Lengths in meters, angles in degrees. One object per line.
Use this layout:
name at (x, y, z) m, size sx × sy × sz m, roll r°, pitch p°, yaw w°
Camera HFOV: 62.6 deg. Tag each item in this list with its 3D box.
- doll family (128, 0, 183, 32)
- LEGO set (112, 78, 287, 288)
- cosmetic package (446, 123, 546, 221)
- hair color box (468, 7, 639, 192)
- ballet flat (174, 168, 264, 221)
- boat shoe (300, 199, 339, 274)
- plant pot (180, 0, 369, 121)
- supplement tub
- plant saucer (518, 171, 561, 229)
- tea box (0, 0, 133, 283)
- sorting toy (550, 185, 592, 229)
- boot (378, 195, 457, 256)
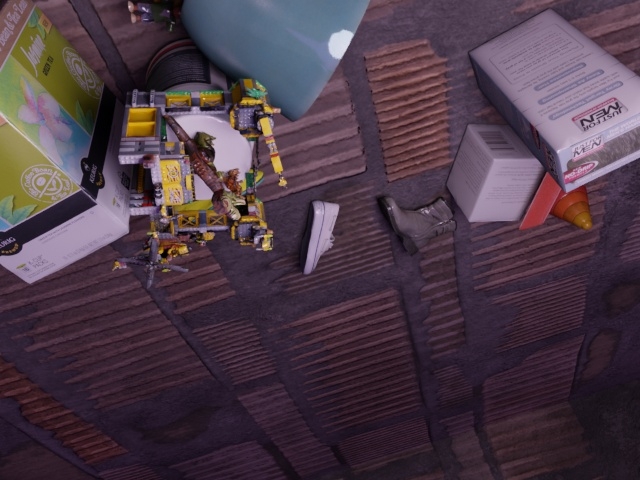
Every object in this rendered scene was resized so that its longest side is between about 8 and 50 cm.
doll family at (-0.263, -0.447, 0.861) m, size 0.111 × 0.076 × 0.193 m, roll -4°, pitch 131°, yaw -5°
LEGO set at (-0.172, -0.066, 0.779) m, size 0.254 × 0.192 × 0.332 m, roll 3°, pitch 133°, yaw -17°
cosmetic package at (0.420, -0.162, 1.267) m, size 0.151 × 0.151 × 0.184 m, roll -3°, pitch 135°, yaw -14°
hair color box at (0.451, -0.280, 1.002) m, size 0.185 × 0.375 × 0.114 m, roll -27°, pitch 134°, yaw 11°
ballet flat at (-0.241, -0.115, 1.192) m, size 0.230 × 0.077 × 0.077 m, roll -27°, pitch 118°, yaw 14°
boat shoe at (0.000, 0.000, 1.356) m, size 0.075 × 0.083 × 0.226 m, roll 1°, pitch 132°, yaw -15°
plant pot at (-0.079, -0.378, 0.841) m, size 0.235 × 0.293 × 0.293 m, roll 26°, pitch 123°, yaw -18°
supplement tub at (-0.220, -0.222, 0.947) m, size 0.190 × 0.272 × 0.191 m, roll -7°, pitch 134°, yaw -8°
plant saucer at (0.573, -0.173, 1.252) m, size 0.047 × 0.258 × 0.259 m, roll 28°, pitch 136°, yaw 19°
tea box at (-0.495, -0.173, 0.878) m, size 0.219 × 0.329 × 0.324 m, roll -26°, pitch 135°, yaw 11°
sorting toy at (0.723, -0.166, 1.366) m, size 0.126 × 0.126 × 0.366 m, roll -2°, pitch 134°, yaw -14°
boot at (0.258, -0.071, 1.376) m, size 0.161 × 0.084 × 0.246 m, roll -34°, pitch 138°, yaw 8°
